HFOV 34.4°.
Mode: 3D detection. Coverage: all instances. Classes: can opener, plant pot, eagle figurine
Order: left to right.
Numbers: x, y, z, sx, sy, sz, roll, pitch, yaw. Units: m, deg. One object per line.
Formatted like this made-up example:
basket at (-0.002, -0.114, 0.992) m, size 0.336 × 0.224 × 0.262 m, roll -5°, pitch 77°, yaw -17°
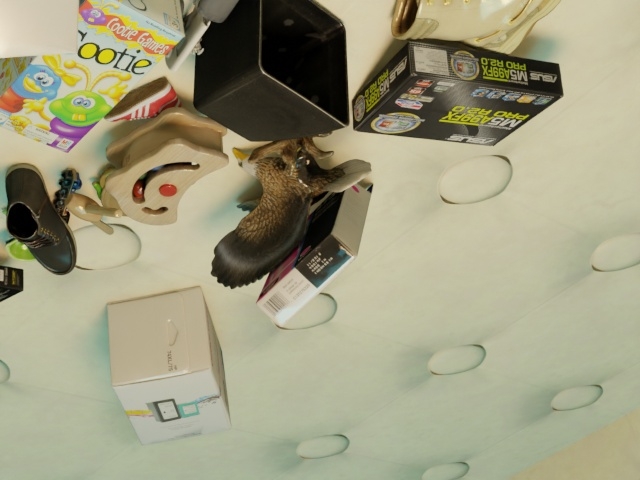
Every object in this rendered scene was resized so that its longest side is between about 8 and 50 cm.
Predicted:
can opener at (-0.157, -0.342, 1.422) m, size 0.093 × 0.074 × 0.280 m, roll 18°, pitch 134°, yaw -35°
plant pot at (-0.082, -0.249, 1.499) m, size 0.167 × 0.188 × 0.187 m, roll -21°, pitch 146°, yaw 35°
eagle figurine at (-0.066, -0.076, 1.734) m, size 0.226 × 0.225 × 0.298 m, roll -9°, pitch 136°, yaw -24°

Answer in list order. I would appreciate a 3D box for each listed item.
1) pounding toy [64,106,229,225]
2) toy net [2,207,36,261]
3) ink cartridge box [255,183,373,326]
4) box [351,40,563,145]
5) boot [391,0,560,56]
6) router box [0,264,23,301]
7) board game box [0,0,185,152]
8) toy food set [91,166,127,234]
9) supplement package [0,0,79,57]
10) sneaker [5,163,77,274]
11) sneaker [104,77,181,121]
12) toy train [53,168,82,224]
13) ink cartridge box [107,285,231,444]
pounding toy at (-0.257, -0.076, 1.629) m, size 0.269 × 0.155 × 0.154 m, roll -27°, pitch 141°, yaw 26°
toy net at (-0.600, 0.007, 1.796) m, size 0.232 × 0.045 × 0.122 m, roll -15°, pitch 146°, yaw 4°
ink cartridge box at (0.000, 0.000, 1.749) m, size 0.069 × 0.371 × 0.176 m, roll 44°, pitch 110°, yaw -7°
box at (0.215, -0.228, 1.652) m, size 0.270 × 0.060 × 0.216 m, roll 4°, pitch 161°, yaw -22°
boot at (0.232, -0.371, 1.483) m, size 0.203 × 0.095 × 0.262 m, roll 4°, pitch 151°, yaw -22°
router box at (-0.635, 0.085, 1.847) m, size 0.179 × 0.046 × 0.133 m, roll -23°, pitch 155°, yaw 38°
board game box at (-0.329, -0.270, 1.409) m, size 0.142 × 0.144 × 0.275 m, roll 22°, pitch 133°, yaw -40°
toy food set at (-0.318, -0.092, 1.762) m, size 0.192 × 0.038 × 0.132 m, roll -30°, pitch 148°, yaw 6°
supplement package at (-0.396, -0.331, 1.201) m, size 0.194 × 0.149 × 0.203 m, roll -11°, pitch 123°, yaw -34°
sneaker at (-0.469, -0.006, 1.706) m, size 0.083 × 0.118 × 0.222 m, roll -16°, pitch 127°, yaw 2°
sneaker at (-0.274, -0.202, 1.609) m, size 0.118 × 0.042 × 0.067 m, roll -23°, pitch 140°, yaw 11°
toy train at (-0.434, -0.066, 1.762) m, size 0.036 × 0.027 × 0.158 m, roll 2°, pitch 143°, yaw -25°
ink cartridge box at (-0.305, 0.258, 2.106) m, size 0.197 × 0.198 × 0.270 m, roll -10°, pitch 144°, yaw -2°
